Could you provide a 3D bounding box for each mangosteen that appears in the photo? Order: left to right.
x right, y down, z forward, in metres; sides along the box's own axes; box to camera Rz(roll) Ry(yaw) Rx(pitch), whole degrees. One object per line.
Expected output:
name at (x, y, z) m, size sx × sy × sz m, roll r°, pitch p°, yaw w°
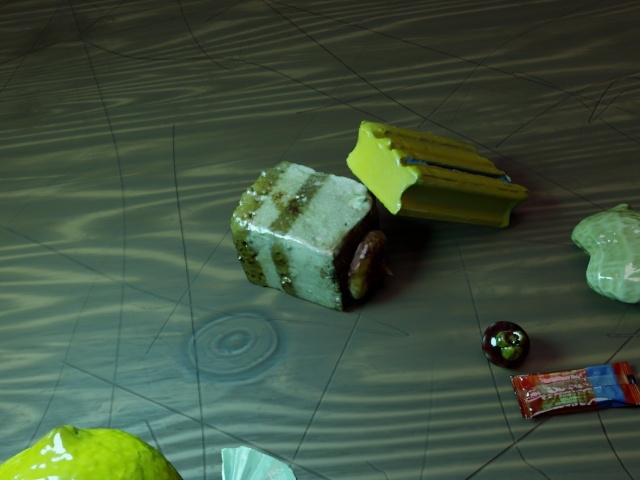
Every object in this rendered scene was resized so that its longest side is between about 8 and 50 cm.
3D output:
mangosteen at (0.313, 0.174, 1.200) m, size 0.081 × 0.081 × 0.081 m, roll -5°, pitch 48°, yaw 6°

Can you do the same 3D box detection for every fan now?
fan at (-0.092, 0.412, 1.109) m, size 0.131 × 0.009 × 0.240 m, roll -24°, pitch 48°, yaw -14°

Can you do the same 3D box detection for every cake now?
cake at (0.000, 0.000, 1.341) m, size 0.293 × 0.199 × 0.196 m, roll 19°, pitch 52°, yaw 24°

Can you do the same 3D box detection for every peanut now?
peanut at (0.563, 0.020, 1.273) m, size 0.197 × 0.110 × 0.233 m, roll -9°, pitch 49°, yaw 3°

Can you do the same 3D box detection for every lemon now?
lemon at (-0.308, 0.416, 0.923) m, size 0.336 × 0.336 × 0.336 m, roll -5°, pitch 48°, yaw 6°

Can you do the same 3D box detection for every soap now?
soap at (0.227, -0.123, 1.365) m, size 0.324 × 0.096 × 0.204 m, roll 6°, pitch 34°, yaw -37°

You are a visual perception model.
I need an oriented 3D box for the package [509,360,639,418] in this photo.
package at (0.418, 0.244, 1.155) m, size 0.200 × 0.022 × 0.083 m, roll -7°, pitch 48°, yaw 3°
